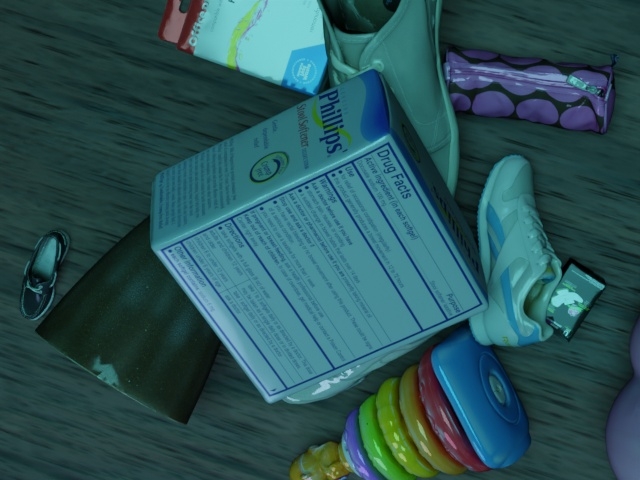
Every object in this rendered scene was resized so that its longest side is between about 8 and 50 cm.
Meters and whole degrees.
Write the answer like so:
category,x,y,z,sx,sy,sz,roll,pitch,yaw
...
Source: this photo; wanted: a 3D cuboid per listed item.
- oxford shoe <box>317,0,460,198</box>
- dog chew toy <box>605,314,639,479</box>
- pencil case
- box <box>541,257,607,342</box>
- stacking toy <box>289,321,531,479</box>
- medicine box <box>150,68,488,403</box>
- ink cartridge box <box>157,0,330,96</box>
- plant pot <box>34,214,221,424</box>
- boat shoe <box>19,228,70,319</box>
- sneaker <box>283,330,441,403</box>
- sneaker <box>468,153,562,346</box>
category,x,y,z,sx,sy,sz,roll,pitch,yaw
oxford shoe,0.067,-0.181,1.684,0.169,0.130,0.449,15,121,31
dog chew toy,0.441,0.146,1.680,0.207,0.206,0.331,7,90,9
pencil case,0.240,-0.180,1.725,0.209,0.098,0.095,6,97,10
box,0.298,0.071,1.759,0.052,0.062,0.083,33,100,3
stacking toy,0.088,0.238,1.781,0.302,0.175,0.165,-27,90,23
medicine box,0.000,0.000,1.633,0.289,0.149,0.263,-25,124,12
ink cartridge box,-0.085,-0.271,1.781,0.231,0.078,0.134,19,99,8
plant pot,-0.192,0.071,1.786,0.215,0.215,0.230,32,85,5
boat shoe,-0.357,0.045,1.880,0.046,0.038,0.125,27,99,6
sneaker,0.060,0.110,1.777,0.292,0.118,0.110,-32,92,13
sneaker,0.237,0.012,1.728,0.092,0.087,0.228,0,82,34
